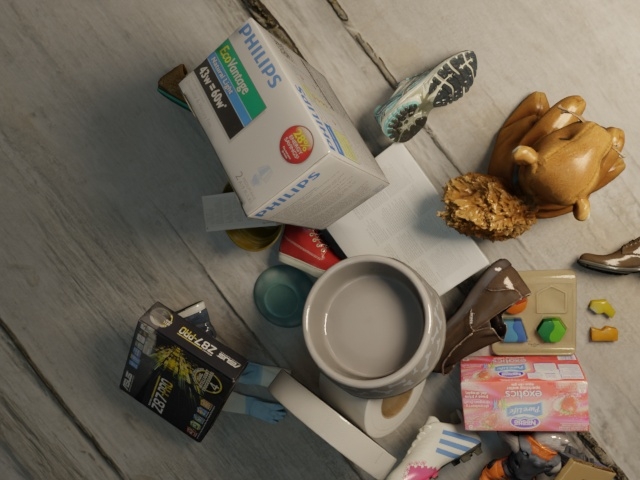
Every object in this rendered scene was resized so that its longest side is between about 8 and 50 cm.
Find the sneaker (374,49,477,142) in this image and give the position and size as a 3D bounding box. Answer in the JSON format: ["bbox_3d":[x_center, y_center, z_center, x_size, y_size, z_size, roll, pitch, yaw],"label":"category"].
[{"bbox_3d":[0.244,-0.367,1.311,0.283,0.122,0.110,-38,135,1],"label":"sneaker"}]

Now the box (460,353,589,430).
[{"bbox_3d":[0.519,0.392,1.417,0.299,0.154,0.142,-5,103,15],"label":"box"}]

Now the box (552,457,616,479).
[{"bbox_3d":[0.655,0.660,1.426,0.164,0.021,0.201,21,107,-22],"label":"box"}]

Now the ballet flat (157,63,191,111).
[{"bbox_3d":[-0.274,-0.354,1.458,0.342,0.116,0.124,37,91,6],"label":"ballet flat"}]

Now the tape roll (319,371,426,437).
[{"bbox_3d":[0.139,0.363,1.430,0.169,0.246,0.246,27,113,42],"label":"tape roll"}]

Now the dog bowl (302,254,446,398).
[{"bbox_3d":[0.114,0.192,1.284,0.348,0.102,0.349,-6,72,17],"label":"dog bowl"}]

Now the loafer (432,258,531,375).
[{"bbox_3d":[0.395,0.221,1.382,0.130,0.133,0.366,42,121,26],"label":"loafer"}]

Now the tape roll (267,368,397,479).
[{"bbox_3d":[0.029,0.487,1.455,0.392,0.392,0.072,38,78,2],"label":"tape roll"}]

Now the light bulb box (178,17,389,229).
[{"bbox_3d":[-0.069,-0.236,1.240,0.225,0.361,0.358,-35,72,19],"label":"light bulb box"}]

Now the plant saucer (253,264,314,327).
[{"bbox_3d":[-0.107,0.168,1.578,0.194,0.037,0.195,3,104,13],"label":"plant saucer"}]

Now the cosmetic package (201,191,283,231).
[{"bbox_3d":[-0.197,-0.080,1.417,0.238,0.060,0.099,-3,93,32],"label":"cosmetic package"}]

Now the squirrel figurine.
[{"bbox_3d":[0.461,-0.118,1.179,0.397,0.370,0.281,-42,92,20],"label":"squirrel figurine"}]

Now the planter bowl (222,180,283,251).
[{"bbox_3d":[-0.161,-0.082,1.485,0.217,0.090,0.217,5,99,31],"label":"planter bowl"}]

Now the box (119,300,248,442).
[{"bbox_3d":[-0.416,0.400,1.625,0.318,0.097,0.395,34,130,4],"label":"box"}]

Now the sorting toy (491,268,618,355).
[{"bbox_3d":[0.594,0.189,1.402,0.306,0.041,0.229,-3,104,15],"label":"sorting toy"}]

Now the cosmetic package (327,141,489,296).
[{"bbox_3d":[0.201,-0.021,1.399,0.284,0.097,0.377,-36,88,16],"label":"cosmetic package"}]

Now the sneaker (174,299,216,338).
[{"bbox_3d":[-0.422,0.295,1.665,0.226,0.086,0.164,-21,97,19],"label":"sneaker"}]

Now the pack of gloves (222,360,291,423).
[{"bbox_3d":[-0.211,0.469,1.680,0.231,0.046,0.195,9,106,12],"label":"pack of gloves"}]

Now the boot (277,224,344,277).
[{"bbox_3d":[0.000,0.000,1.461,0.244,0.088,0.176,19,106,27],"label":"boot"}]

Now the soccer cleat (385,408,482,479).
[{"bbox_3d":[0.282,0.558,1.458,0.143,0.331,0.116,62,145,22],"label":"soccer cleat"}]

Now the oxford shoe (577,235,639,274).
[{"bbox_3d":[0.740,0.038,1.317,0.227,0.083,0.096,1,85,14],"label":"oxford shoe"}]

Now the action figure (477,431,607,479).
[{"bbox_3d":[0.583,0.619,1.454,0.341,0.178,0.331,20,117,9],"label":"action figure"}]
